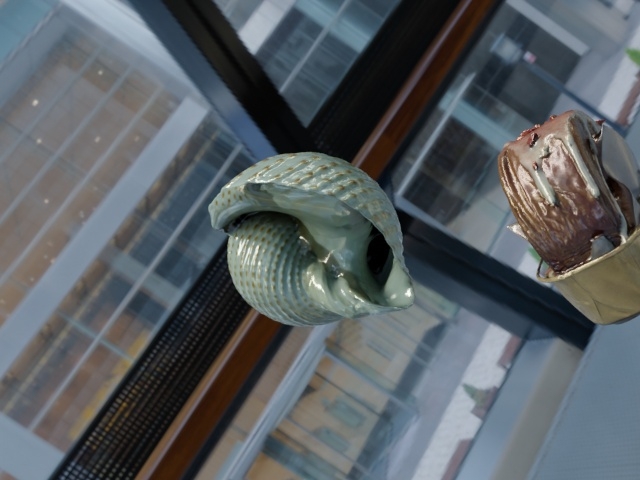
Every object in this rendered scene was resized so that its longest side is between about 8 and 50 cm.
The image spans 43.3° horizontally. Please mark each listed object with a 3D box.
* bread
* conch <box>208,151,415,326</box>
[{"bbox_3d":[0.282,-0.031,0.866,0.142,0.212,0.224,-35,6,33],"label":"bread"},{"bbox_3d":[0.003,-0.011,1.195,0.215,0.319,0.303,-62,-34,-42],"label":"conch"}]
